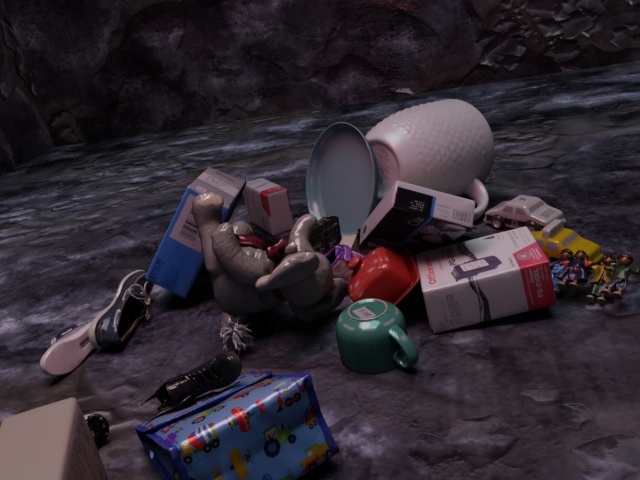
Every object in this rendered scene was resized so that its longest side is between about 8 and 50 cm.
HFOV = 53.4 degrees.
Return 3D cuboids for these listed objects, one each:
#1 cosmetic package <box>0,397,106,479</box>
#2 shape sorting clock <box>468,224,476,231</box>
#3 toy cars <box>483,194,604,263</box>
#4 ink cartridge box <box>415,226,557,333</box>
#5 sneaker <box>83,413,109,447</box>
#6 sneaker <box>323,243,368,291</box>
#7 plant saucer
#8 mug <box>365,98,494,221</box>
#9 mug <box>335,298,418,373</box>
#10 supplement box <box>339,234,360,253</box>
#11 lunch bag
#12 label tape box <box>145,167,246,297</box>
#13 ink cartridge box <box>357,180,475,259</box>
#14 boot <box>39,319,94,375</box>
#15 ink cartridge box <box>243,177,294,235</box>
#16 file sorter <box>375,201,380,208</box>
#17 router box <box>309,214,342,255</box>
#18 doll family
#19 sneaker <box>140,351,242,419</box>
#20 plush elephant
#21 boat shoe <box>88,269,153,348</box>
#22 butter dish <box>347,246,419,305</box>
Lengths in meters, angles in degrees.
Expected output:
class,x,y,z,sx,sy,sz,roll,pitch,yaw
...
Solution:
class,x,y,z,sx,sy,sz,roll,pitch,yaw
cosmetic package,-0.363,0.366,0.828,0.113,0.160,0.309,-16,22,-10
shape sorting clock,0.270,-0.023,1.536,0.206,0.040,0.206,-1,3,0
toy cars,0.501,-0.036,1.469,0.176,0.087,0.394,-10,23,2
ink cartridge box,0.314,0.074,1.248,0.237,0.100,0.172,-15,22,9
sneaker,-0.467,0.348,1.029,0.106,0.078,0.234,6,24,41
sneaker,0.070,0.056,1.425,0.236,0.105,0.095,-10,20,-5
plant saucer,0.060,-0.149,1.675,0.043,0.318,0.317,0,14,-33
mug,0.292,-0.190,1.708,0.328,0.276,0.374,-20,61,-39
mug,0.105,0.166,1.161,0.157,0.097,0.129,-3,24,20
supplement box,0.068,0.033,1.534,0.036,0.062,0.098,-5,24,16
lunch bag,-0.149,0.291,0.988,0.220,0.138,0.293,-24,10,-27
label tape box,-0.296,-0.042,1.588,0.115,0.249,0.348,26,16,-8
ink cartridge box,0.187,-0.023,1.359,0.165,0.065,0.333,13,-17,-6
boot,-0.545,0.232,1.359,0.086,0.069,0.190,-9,14,23
ink cartridge box,-0.155,-0.103,1.868,0.072,0.128,0.175,-20,25,-23
file sorter,0.099,-0.157,1.899,0.170,0.118,0.104,-8,19,7
router box,0.000,0.000,1.605,0.038,0.092,0.122,12,31,44
doll family,0.515,0.060,1.232,0.193,0.076,0.111,12,60,35
sneaker,-0.204,0.230,1.007,0.170,0.051,0.089,-32,-9,35
plush elephant,-0.089,0.051,1.291,0.255,0.272,0.330,-13,66,7
boat shoe,-0.431,0.149,1.448,0.079,0.095,0.254,-6,25,17
butter dish,0.106,0.074,1.284,0.160,0.118,0.160,-48,17,16
